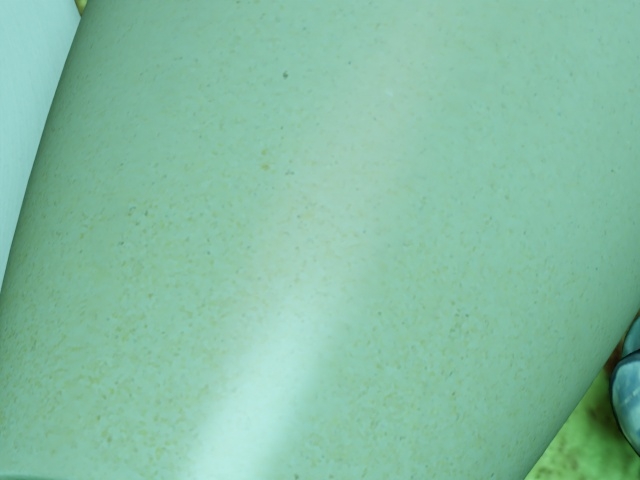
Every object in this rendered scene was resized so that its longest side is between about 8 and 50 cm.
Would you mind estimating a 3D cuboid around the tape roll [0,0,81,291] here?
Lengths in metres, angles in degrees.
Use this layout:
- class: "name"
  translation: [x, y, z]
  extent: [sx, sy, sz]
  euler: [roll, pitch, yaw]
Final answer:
- class: "tape roll"
  translation: [-0.240, -0.044, 0.403]
  extent: [0.392, 0.072, 0.392]
  euler: [19, 64, -43]

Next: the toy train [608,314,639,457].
- class: "toy train"
  translation: [0.280, 0.051, 0.538]
  extent: [0.334, 0.142, 0.190]
  euler: [-20, 64, -29]

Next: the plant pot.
- class: "plant pot"
  translation: [0.000, 0.000, 0.446]
  extent: [0.256, 0.256, 0.274]
  euler: [25, 57, 2]
